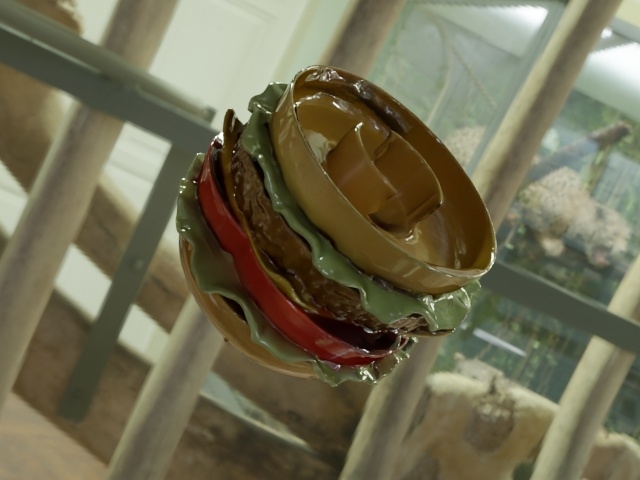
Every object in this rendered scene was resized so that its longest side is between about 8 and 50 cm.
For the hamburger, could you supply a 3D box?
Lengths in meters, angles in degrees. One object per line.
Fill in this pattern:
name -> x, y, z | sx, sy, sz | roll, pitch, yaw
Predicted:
hamburger -> 0.000, 0.000, 0.869 | 0.274, 0.212, 0.274 | 33, 32, -24
